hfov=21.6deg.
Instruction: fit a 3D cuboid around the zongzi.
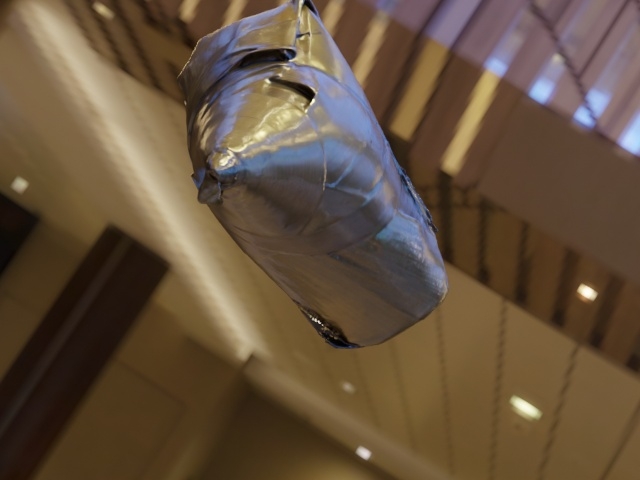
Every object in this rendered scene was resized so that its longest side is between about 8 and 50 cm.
[{"bbox_3d":[0.000,0.000,1.075,0.260,0.123,0.289,60,11,-24],"label":"zongzi"}]
